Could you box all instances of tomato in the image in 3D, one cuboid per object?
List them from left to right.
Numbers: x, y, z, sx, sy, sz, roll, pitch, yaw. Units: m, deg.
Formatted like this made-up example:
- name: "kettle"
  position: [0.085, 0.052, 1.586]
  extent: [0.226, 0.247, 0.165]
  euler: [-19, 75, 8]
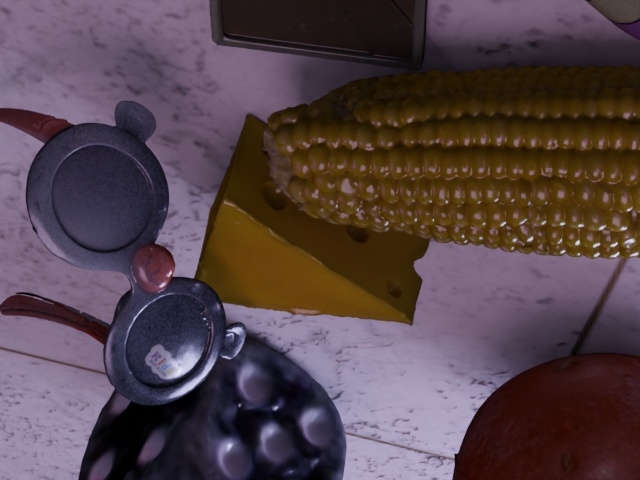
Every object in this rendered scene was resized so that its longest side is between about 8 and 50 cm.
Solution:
- name: "tomato"
  position: [0.240, 0.217, 1.286]
  extent: [0.265, 0.265, 0.265]
  euler: [9, 143, 7]

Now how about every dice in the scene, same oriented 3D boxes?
- name: "dice"
  position: [-0.098, 0.203, 1.436]
  extent: [0.182, 0.183, 0.181]
  euler: [-26, 127, 39]

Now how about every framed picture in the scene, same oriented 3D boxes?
- name: "framed picture"
  position: [-0.002, -0.194, 1.025]
  extent: [0.150, 0.015, 0.203]
  euler: [8, 142, 7]

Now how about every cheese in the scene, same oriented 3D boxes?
- name: "cheese"
  position: [0.000, 0.000, 1.211]
  extent: [0.171, 0.093, 0.126]
  euler: [19, 140, -7]

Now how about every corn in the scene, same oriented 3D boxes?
- name: "corn"
  position: [0.132, -0.056, 1.068]
  extent: [0.347, 0.130, 0.130]
  euler: [3, 142, 14]

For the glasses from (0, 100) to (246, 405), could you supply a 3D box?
- name: "glasses"
  position: [-0.190, -0.010, 1.221]
  extent: [0.268, 0.118, 0.234]
  euler: [26, 145, 53]

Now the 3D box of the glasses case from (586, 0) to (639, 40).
- name: "glasses case"
  position: [0.149, -0.220, 0.889]
  extent: [0.316, 0.076, 0.123]
  euler: [37, 137, -28]
